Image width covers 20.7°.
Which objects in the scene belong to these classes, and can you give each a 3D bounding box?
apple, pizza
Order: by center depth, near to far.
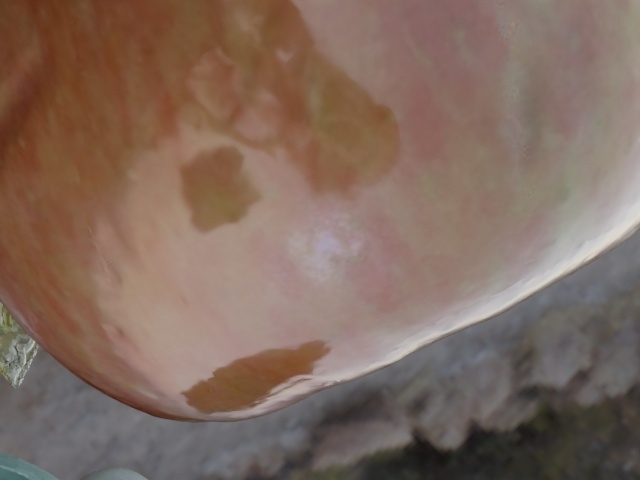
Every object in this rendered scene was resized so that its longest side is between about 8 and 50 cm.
[{"bbox_3d":[-0.004,-0.116,0.843,0.391,0.346,0.391,-21,-169,4],"label":"apple"},{"bbox_3d":[-0.202,0.043,1.164,0.123,0.108,0.026,-6,170,-31],"label":"pizza"}]

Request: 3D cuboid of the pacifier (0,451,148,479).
[{"bbox_3d":[-0.207,0.287,1.480,0.288,0.343,0.269,-12,-155,31],"label":"pacifier"}]
